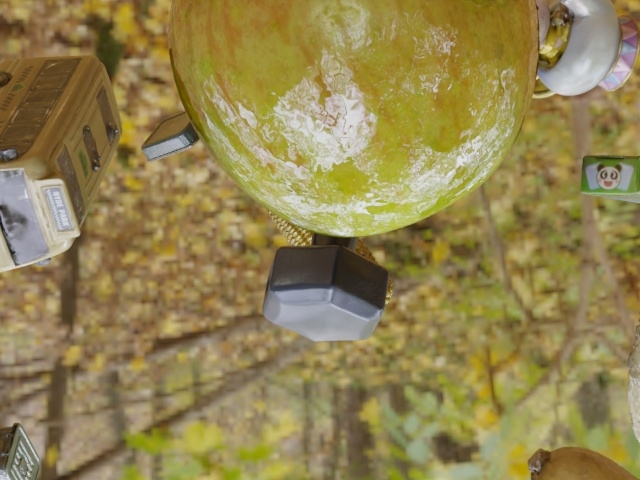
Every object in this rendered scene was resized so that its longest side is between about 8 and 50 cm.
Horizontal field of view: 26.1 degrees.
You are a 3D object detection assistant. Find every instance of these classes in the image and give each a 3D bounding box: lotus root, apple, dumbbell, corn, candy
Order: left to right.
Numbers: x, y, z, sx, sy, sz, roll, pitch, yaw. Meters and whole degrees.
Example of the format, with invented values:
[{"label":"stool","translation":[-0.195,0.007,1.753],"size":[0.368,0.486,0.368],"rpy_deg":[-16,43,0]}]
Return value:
[{"label":"corn","translation":[0.002,-0.001,2.240],"size":[0.102,0.313,0.102],"rpy_deg":[-40,176,-4]},{"label":"dumbbell","translation":[0.025,-0.040,1.657],"size":[0.156,0.316,0.143],"rpy_deg":[28,149,-30]},{"label":"apple","translation":[0.035,-0.169,1.247],"size":[0.339,0.339,0.339],"rpy_deg":[-5,166,-1]},{"label":"lotus root","translation":[0.414,0.391,1.909],"size":[0.131,0.303,0.146],"rpy_deg":[-48,160,7]},{"label":"candy","translation":[0.483,-0.091,2.088],"size":[0.097,0.062,0.194],"rpy_deg":[5,179,41]}]

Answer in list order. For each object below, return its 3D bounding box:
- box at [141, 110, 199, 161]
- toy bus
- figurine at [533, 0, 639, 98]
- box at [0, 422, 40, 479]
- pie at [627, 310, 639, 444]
[{"label":"box","translation":[-0.232,-0.175,2.239],"size":[0.126,0.091,0.031],"rpy_deg":[-13,124,45]},{"label":"toy bus","translation":[-0.396,-0.113,1.872],"size":[0.202,0.365,0.177],"rpy_deg":[-6,121,10]},{"label":"figurine","translation":[0.261,-0.258,1.726],"size":[0.263,0.142,0.189],"rpy_deg":[9,128,-20]},{"label":"box","translation":[-0.438,0.309,1.896],"size":[0.069,0.084,0.122],"rpy_deg":[0,140,10]},{"label":"pie","translation":[0.321,0.101,1.082],"size":[0.185,0.218,0.052],"rpy_deg":[-36,-152,0]}]
